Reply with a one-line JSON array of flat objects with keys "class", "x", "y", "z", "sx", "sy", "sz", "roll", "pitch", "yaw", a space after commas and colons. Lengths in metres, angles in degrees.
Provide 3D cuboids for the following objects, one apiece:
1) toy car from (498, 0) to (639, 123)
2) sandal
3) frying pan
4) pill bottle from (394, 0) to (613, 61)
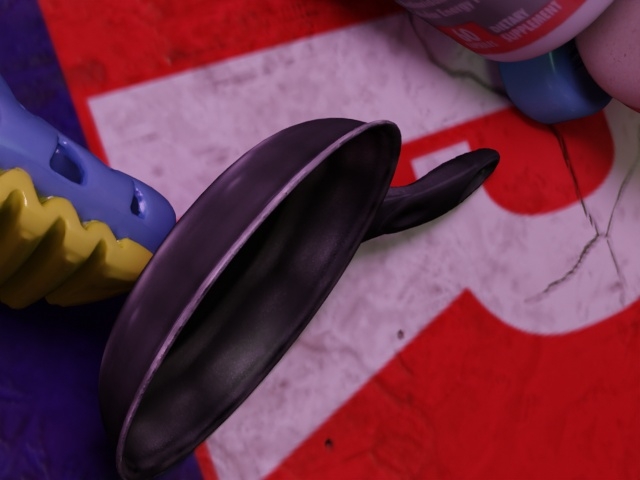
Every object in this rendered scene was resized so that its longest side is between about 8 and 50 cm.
[{"class": "toy car", "x": 0.264, "y": -0.142, "z": 0.975, "sx": 0.238, "sy": 0.219, "sz": 0.210, "roll": 22, "pitch": 69, "yaw": -37}, {"class": "sandal", "x": -0.187, "y": -0.078, "z": 0.696, "sx": 0.317, "sy": 0.126, "sz": 0.138, "roll": 33, "pitch": 59, "yaw": -28}, {"class": "frying pan", "x": 0.005, "y": -0.016, "z": 0.796, "sx": 0.053, "sy": 0.197, "sz": 0.326, "roll": 36, "pitch": 55, "yaw": 12}, {"class": "pill bottle", "x": 0.026, "y": -0.221, "z": 0.850, "sx": 0.283, "sy": 0.161, "sz": 0.161, "roll": 28, "pitch": 65, "yaw": -28}]
